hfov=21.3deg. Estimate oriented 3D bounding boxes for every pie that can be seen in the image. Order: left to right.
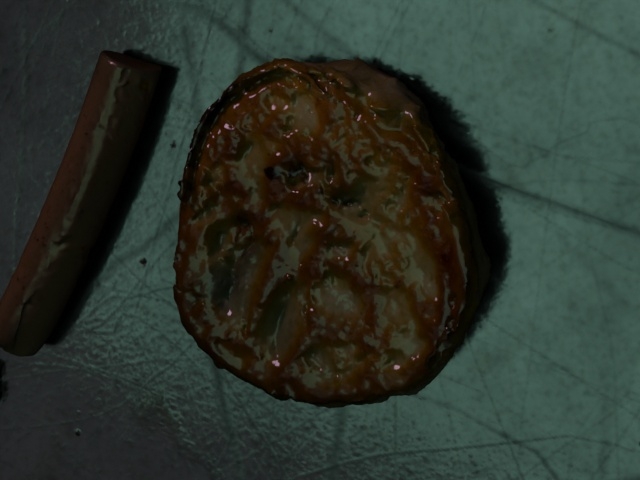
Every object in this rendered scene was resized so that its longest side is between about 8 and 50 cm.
[{"bbox_3d":[0.000,0.000,1.483,0.315,0.092,0.315,3,99,20],"label":"pie"}]

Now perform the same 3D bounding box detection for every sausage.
[{"bbox_3d":[-0.226,-0.029,1.550,0.065,0.066,0.301,26,105,10],"label":"sausage"}]
